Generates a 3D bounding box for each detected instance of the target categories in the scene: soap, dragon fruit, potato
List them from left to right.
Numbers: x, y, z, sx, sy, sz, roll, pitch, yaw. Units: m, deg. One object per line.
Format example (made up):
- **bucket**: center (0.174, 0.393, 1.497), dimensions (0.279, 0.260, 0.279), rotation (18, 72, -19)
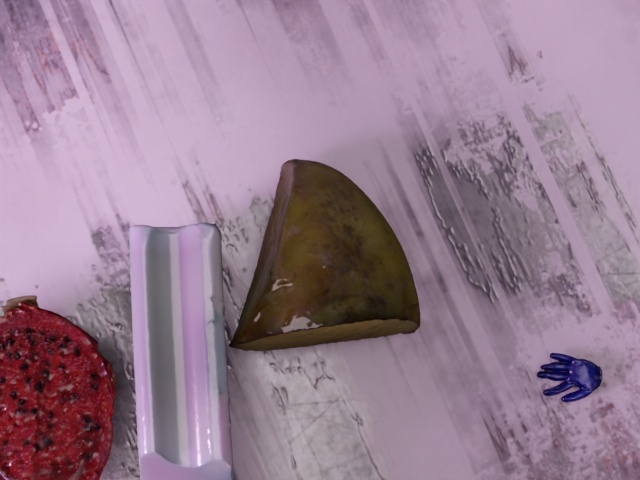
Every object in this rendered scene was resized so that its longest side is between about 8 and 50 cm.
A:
- **dragon fruit**: center (-0.369, 0.198, 1.421), dimensions (0.317, 0.152, 0.205), rotation (36, 66, 8)
- **soap**: center (-0.169, 0.165, 1.405), dimensions (0.115, 0.208, 0.347), rotation (-3, 81, -5)
- **potato**: center (0.000, 0.000, 1.468), dimensions (0.269, 0.112, 0.255), rotation (-3, 70, -30)

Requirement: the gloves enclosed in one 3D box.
- **gloves**: center (0.337, 0.187, 1.545), dimensions (0.086, 0.026, 0.064), rotation (11, 81, -4)
